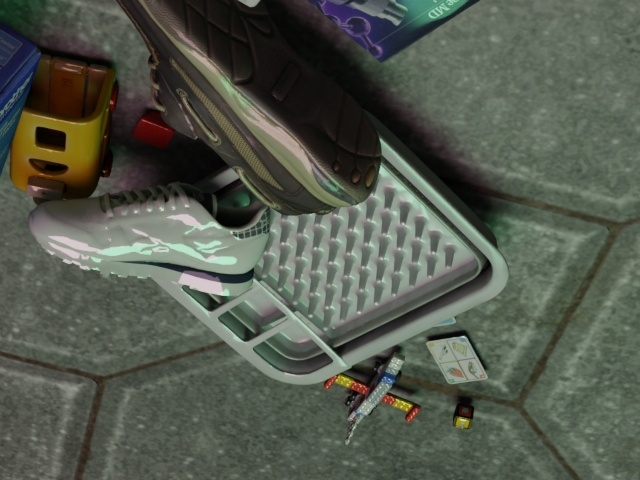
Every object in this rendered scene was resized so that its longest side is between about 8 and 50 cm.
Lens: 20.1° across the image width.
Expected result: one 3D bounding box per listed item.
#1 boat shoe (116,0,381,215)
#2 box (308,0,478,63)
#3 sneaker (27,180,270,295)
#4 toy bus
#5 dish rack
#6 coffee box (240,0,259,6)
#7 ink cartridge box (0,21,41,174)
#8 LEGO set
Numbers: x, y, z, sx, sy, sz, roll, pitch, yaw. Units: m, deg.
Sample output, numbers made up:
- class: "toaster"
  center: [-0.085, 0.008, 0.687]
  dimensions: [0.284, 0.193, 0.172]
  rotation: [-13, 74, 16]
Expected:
- class: "boat shoe"
  center: [-0.100, -0.150, 1.636]
  dimensions: [0.130, 0.132, 0.355]
  rotation: [-30, 106, 39]
- class: "box"
  center: [0.042, -0.275, 1.525]
  dimensions: [0.207, 0.108, 0.153]
  rotation: [37, 131, -27]
- class: "sneaker"
  center: [-0.166, -0.018, 1.765]
  dimensions: [0.235, 0.090, 0.095]
  rotation: [8, 123, -18]
- class: "toy bus"
  center: [-0.261, -0.088, 1.793]
  dimensions: [0.191, 0.104, 0.202]
  rotation: [-23, 129, 31]
- class: "dish rack"
  center: [0.000, 0.000, 1.857]
  dimensions: [0.333, 0.072, 0.285]
  rotation: [-28, 122, 35]
- class: "coffee box"
  center: [-0.079, -0.433, 1.197]
  dimensions: [0.338, 0.337, 0.334]
  rotation: [27, 134, -19]
- class: "ink cartridge box"
  center: [-0.430, -0.127, 1.678]
  dimensions: [0.270, 0.151, 0.395]
  rotation: [31, 141, 0]
- class: "LEGO set"
  center: [0.083, 0.144, 2.023]
  dimensions: [0.182, 0.060, 0.244]
  rotation: [-10, 133, 23]
